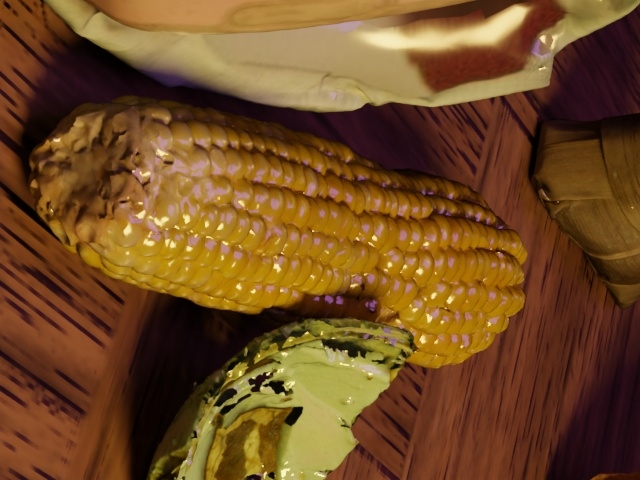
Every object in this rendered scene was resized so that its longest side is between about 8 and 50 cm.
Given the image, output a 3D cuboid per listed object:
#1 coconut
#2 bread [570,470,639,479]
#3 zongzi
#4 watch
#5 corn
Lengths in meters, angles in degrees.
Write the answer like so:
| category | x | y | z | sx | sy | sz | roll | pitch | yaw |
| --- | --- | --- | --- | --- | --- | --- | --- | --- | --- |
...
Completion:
| category | x | y | z | sx | sy | sz | roll | pitch | yaw |
| --- | --- | --- | --- | --- | --- | --- | --- | --- | --- |
| coconut | -0.024 | 0.090 | 0.724 | 0.133 | 0.055 | 0.158 | 17 | 110 | -43 |
| bread | 0.214 | 0.281 | 1.032 | 0.119 | 0.153 | 0.288 | 6 | 85 | -63 |
| zongzi | 0.232 | -0.015 | 1.058 | 0.176 | 0.160 | 0.078 | 53 | 43 | -41 |
| watch | 0.013 | -0.132 | 0.666 | 0.241 | 0.253 | 0.161 | 99 | -15 | -76 |
| corn | 0.000 | 0.000 | 0.759 | 0.320 | 0.097 | 0.097 | 16 | 75 | -54 |
